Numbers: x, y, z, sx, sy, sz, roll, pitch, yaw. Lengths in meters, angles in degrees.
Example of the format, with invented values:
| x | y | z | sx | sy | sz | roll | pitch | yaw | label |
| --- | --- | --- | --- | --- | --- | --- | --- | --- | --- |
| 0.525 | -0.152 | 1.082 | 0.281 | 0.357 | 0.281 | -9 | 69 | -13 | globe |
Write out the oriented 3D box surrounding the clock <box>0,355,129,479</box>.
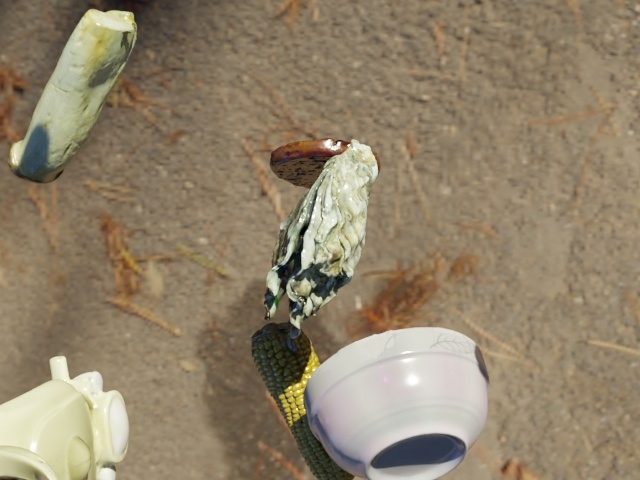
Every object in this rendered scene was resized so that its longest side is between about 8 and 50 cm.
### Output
| x | y | z | sx | sy | sz | roll | pitch | yaw | label |
| --- | --- | --- | --- | --- | --- | --- | --- | --- | --- |
| -0.303 | 0.168 | 0.901 | 0.379 | 0.276 | 0.120 | 2 | 103 | 29 | clock |

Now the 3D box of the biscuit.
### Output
| x | y | z | sx | sy | sz | roll | pitch | yaw | label |
| --- | --- | --- | --- | --- | --- | --- | --- | --- | --- |
| 0.007 | -0.127 | 2.003 | 0.192 | 0.192 | 0.049 | -15 | 66 | 40 | biscuit |

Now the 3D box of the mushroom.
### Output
| x | y | z | sx | sy | sz | roll | pitch | yaw | label |
| --- | --- | --- | --- | --- | --- | --- | --- | --- | --- |
| -0.362 | -0.202 | 1.769 | 0.081 | 0.100 | 0.312 | 48 | 123 | 19 | mushroom |

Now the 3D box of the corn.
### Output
| x | y | z | sx | sy | sz | roll | pitch | yaw | label |
| --- | --- | --- | --- | --- | --- | --- | --- | --- | --- |
| -0.018 | 0.264 | 1.952 | 0.106 | 0.106 | 0.293 | -18 | 103 | 40 | corn |

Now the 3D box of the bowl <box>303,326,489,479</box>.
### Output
| x | y | z | sx | sy | sz | roll | pitch | yaw | label |
| --- | --- | --- | --- | --- | --- | --- | --- | --- | --- |
| 0.125 | 0.267 | 1.803 | 0.287 | 0.287 | 0.143 | -46 | 41 | 33 | bowl |

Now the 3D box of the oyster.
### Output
| x | y | z | sx | sy | sz | roll | pitch | yaw | label |
| --- | --- | --- | --- | --- | --- | --- | --- | --- | --- |
| 0.000 | 0.000 | 1.703 | 0.112 | 0.198 | 0.267 | 24 | 111 | -8 | oyster |
